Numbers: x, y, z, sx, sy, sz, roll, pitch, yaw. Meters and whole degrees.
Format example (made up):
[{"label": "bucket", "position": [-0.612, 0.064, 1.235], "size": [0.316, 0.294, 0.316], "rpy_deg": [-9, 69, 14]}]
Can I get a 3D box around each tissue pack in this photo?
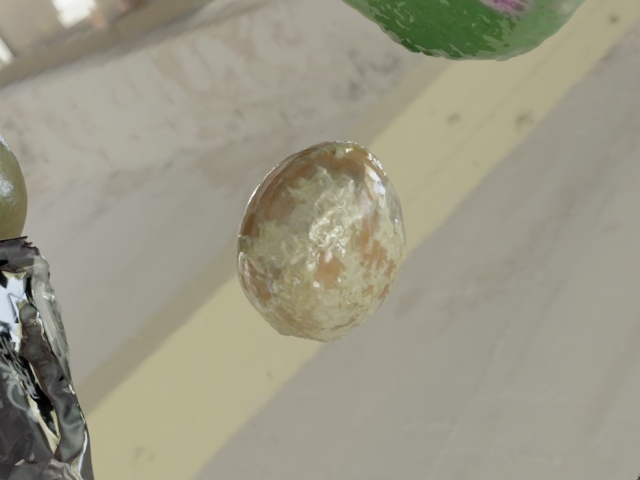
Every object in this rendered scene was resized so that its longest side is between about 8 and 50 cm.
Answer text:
[{"label": "tissue pack", "position": [-0.339, 0.129, 1.087], "size": [0.332, 0.245, 0.123], "rpy_deg": [-9, 158, -23]}]

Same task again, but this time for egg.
[{"label": "egg", "position": [0.000, 0.000, 1.721], "size": [0.203, 0.203, 0.245], "rpy_deg": [-85, -171, -66]}]

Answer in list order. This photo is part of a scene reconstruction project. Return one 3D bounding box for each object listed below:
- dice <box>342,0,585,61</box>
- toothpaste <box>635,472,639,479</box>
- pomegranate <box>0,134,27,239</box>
[{"label": "dice", "position": [0.170, -0.399, 1.537], "size": [0.322, 0.330, 0.318], "rpy_deg": [-59, -175, -23]}, {"label": "toothpaste", "position": [0.327, 0.261, 1.485], "size": [0.039, 0.062, 0.239], "rpy_deg": [24, -100, 48]}, {"label": "pomegranate", "position": [-0.566, -0.062, 1.972], "size": [0.323, 0.291, 0.291], "rpy_deg": [-17, -171, -29]}]
